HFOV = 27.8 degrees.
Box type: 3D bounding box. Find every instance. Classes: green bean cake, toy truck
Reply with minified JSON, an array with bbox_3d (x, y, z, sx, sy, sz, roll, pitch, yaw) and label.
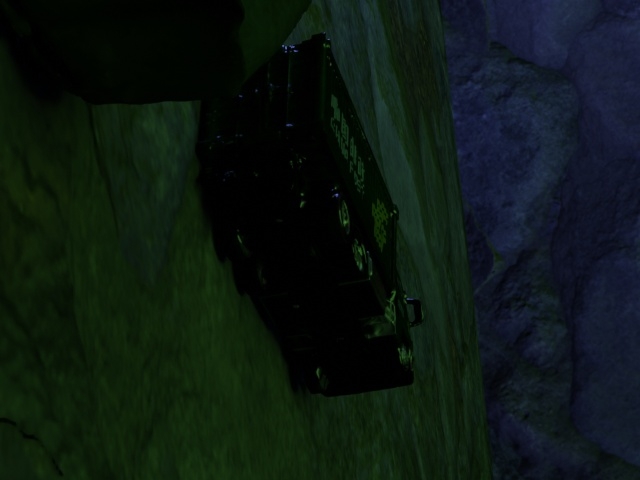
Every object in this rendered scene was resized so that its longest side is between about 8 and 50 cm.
[{"bbox_3d":[-0.072,-0.189,0.553,0.227,0.124,0.223,-75,156,-58],"label":"green bean cake"},{"bbox_3d":[0.000,0.000,0.852,0.259,0.088,0.121,64,21,-52],"label":"toy truck"}]
